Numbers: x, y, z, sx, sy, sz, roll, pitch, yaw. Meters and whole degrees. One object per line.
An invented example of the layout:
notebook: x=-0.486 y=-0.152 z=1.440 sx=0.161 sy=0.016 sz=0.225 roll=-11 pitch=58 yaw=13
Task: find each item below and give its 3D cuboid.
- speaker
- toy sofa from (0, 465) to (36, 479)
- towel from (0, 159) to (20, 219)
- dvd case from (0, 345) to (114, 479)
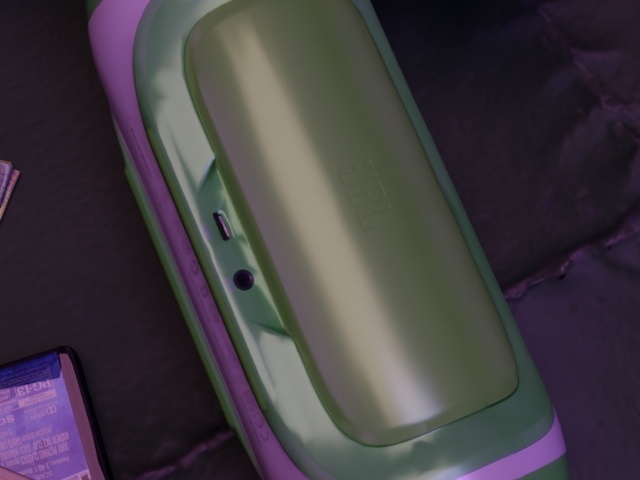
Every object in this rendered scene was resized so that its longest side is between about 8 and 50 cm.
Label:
speaker: x=0.000 y=0.000 z=0.599 sx=0.131 sy=0.131 sz=0.296 roll=-22 pitch=81 yaw=-6
toy sofa: x=-0.138 y=0.143 z=0.486 sx=0.363 sy=0.150 sz=0.177 roll=17 pitch=68 yaw=22
towel: x=-0.198 y=-0.023 z=0.680 sx=0.083 sy=0.009 sz=0.060 roll=17 pitch=73 yaw=6
dvd case: x=-0.162 y=0.191 z=0.609 sx=0.180 sy=0.022 sz=0.253 roll=-17 pitch=73 yaw=-5
